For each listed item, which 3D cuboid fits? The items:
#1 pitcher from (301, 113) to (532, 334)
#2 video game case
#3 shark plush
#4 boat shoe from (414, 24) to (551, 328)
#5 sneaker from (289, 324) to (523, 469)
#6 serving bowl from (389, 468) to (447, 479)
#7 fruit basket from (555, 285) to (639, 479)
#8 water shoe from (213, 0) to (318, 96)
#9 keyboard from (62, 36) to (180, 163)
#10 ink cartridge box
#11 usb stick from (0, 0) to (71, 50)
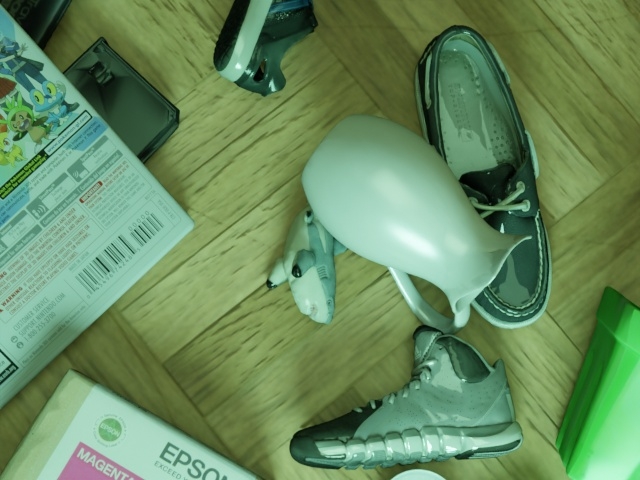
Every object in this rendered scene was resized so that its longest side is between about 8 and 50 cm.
[{"bbox_3d":[0.078,-0.010,1.523,0.207,0.177,0.125,39,51,10],"label":"pitcher"},{"bbox_3d":[-0.333,-0.013,1.501,0.329,0.036,0.300,-44,109,-9],"label":"video game case"},{"bbox_3d":[0.000,0.000,1.581,0.067,0.073,0.161,24,58,-19],"label":"shark plush"},{"bbox_3d":[0.158,-0.063,1.565,0.114,0.091,0.302,-18,82,-6],"label":"boat shoe"},{"bbox_3d":[0.077,0.149,1.537,0.229,0.086,0.132,-2,75,-14],"label":"sneaker"},{"bbox_3d":[0.093,0.263,1.538,0.083,0.027,0.083,0,81,-3],"label":"serving bowl"},{"bbox_3d":[0.436,0.131,1.449,0.392,0.283,0.392,0,93,5],"label":"fruit basket"},{"bbox_3d":[-0.039,-0.241,1.607,0.080,0.073,0.203,30,78,-25],"label":"water shoe"},{"bbox_3d":[-0.312,-0.076,1.572,0.201,0.033,0.317,44,80,3],"label":"keyboard"},{"bbox_3d":[-0.184,0.259,1.493,0.235,0.088,0.193,29,81,3],"label":"ink cartridge box"},{"bbox_3d":[-0.291,-0.230,1.571,0.077,0.045,0.278,26,70,0],"label":"usb stick"}]
